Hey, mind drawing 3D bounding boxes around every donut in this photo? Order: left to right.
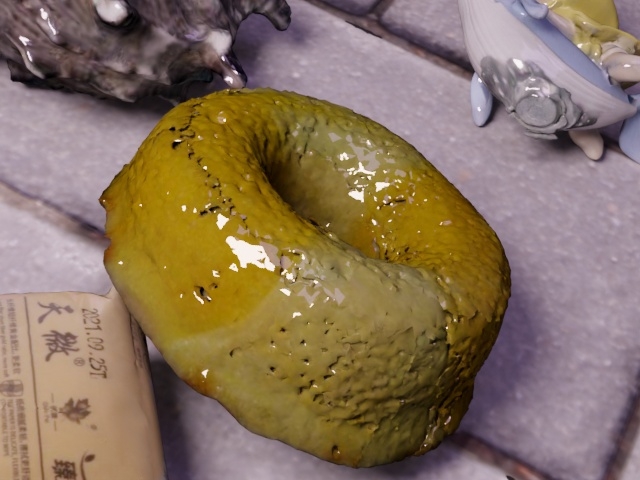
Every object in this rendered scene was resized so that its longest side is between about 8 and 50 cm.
[{"bbox_3d":[0.000,0.000,0.692,0.272,0.107,0.272,25,31,-16],"label":"donut"}]

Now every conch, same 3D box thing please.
[{"bbox_3d":[-0.154,-0.216,0.803,0.313,0.186,0.240,-2,85,-37],"label":"conch"}]

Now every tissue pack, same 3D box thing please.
[{"bbox_3d":[-0.181,0.145,0.565,0.215,0.123,0.256,-3,52,-18],"label":"tissue pack"}]

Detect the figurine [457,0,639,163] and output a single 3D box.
[{"bbox_3d":[0.200,-0.150,0.906,0.209,0.128,0.184,33,48,4],"label":"figurine"}]
